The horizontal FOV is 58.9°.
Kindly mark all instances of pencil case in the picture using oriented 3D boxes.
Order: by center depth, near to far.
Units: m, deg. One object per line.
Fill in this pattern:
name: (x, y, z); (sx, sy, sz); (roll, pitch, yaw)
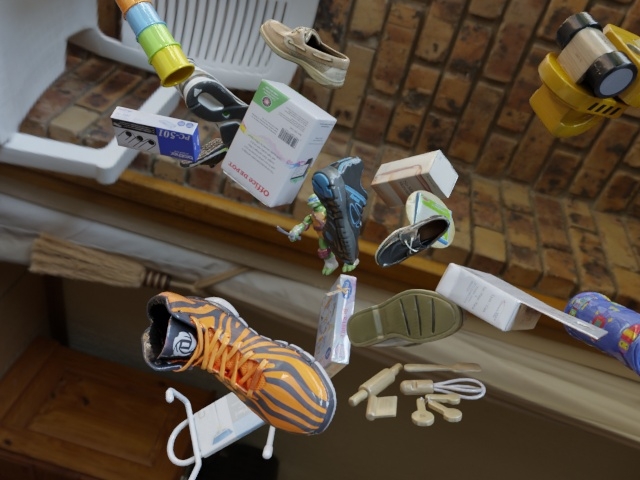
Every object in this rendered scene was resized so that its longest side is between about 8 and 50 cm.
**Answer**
pencil case: (0.635, 0.197, 1.186); (0.306, 0.133, 0.119); (-112, -142, -81)

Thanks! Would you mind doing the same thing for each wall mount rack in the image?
wall mount rack: (-0.215, 0.414, 1.256); (0.130, 0.350, 0.304); (56, 5, -44)

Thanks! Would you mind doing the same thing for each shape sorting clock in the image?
shape sorting clock: (0.357, -0.068, 1.847); (0.040, 0.206, 0.206); (-32, -146, 52)

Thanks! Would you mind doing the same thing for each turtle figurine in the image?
turtle figurine: (0.000, 0.000, 1.837); (0.275, 0.197, 0.266); (-98, 162, -69)

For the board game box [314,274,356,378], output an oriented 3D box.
board game box: (0.047, 0.329, 2.082); (0.319, 0.065, 0.318); (118, -19, -63)

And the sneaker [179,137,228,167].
sneaker: (-0.433, -0.313, 2.193); (0.234, 0.084, 0.097); (-32, 139, -33)

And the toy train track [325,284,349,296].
toy train track: (0.050, 0.156, 1.696); (0.083, 0.048, 0.014); (-14, 131, -35)

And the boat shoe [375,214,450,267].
boat shoe: (0.257, 0.001, 1.592); (0.233, 0.084, 0.079); (-31, -170, 3)

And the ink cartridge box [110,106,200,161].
ink cartridge box: (-0.407, -0.264, 1.413); (0.097, 0.207, 0.046); (100, 3, -53)

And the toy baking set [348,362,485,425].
toy baking set: (0.178, 0.269, 1.007); (0.256, 0.196, 0.030); (-22, 114, -53)

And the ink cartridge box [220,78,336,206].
ink cartridge box: (-0.118, -0.260, 1.542); (0.117, 0.201, 0.278); (-16, 141, -60)

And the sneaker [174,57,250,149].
sneaker: (-0.354, -0.482, 1.941); (0.169, 0.257, 0.447); (-40, 153, 5)

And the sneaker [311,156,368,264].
sneaker: (0.079, -0.071, 1.548); (0.139, 0.125, 0.341); (-34, 140, -23)

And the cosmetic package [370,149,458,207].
cosmetic package: (0.367, -0.236, 2.244); (0.296, 0.153, 0.129); (-10, -138, 47)

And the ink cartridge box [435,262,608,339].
ink cartridge box: (0.380, 0.136, 1.049); (0.296, 0.261, 0.066); (13, 105, -59)

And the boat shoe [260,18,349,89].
boat shoe: (-0.044, -0.599, 1.744); (0.121, 0.341, 0.110); (-31, 154, -46)

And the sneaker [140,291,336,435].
sneaker: (-0.138, 0.175, 0.800); (0.180, 0.321, 0.125); (21, 93, -57)

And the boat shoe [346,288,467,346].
boat shoe: (0.193, 0.170, 1.215); (0.302, 0.103, 0.113); (-17, -108, 47)

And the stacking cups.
stacking cups: (-0.423, -0.534, 1.375); (0.096, 0.316, 0.096); (-30, -178, 1)

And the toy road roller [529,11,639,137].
toy road roller: (0.662, -0.367, 1.355); (0.241, 0.329, 0.203); (-57, -141, 45)
